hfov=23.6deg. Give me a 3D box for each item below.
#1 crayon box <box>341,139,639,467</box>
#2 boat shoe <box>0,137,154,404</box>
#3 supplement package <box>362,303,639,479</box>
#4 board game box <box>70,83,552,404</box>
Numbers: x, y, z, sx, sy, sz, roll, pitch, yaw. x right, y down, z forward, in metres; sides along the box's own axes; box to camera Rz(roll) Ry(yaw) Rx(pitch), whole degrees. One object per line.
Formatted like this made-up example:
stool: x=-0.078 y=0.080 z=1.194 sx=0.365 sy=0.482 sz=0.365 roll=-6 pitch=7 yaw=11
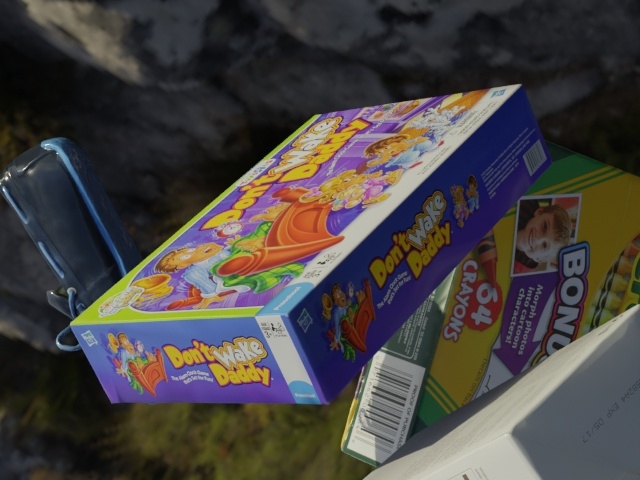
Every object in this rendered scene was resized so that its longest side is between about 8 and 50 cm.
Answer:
crayon box: x=0.212 y=0.082 z=1.618 sx=0.313 sy=0.363 sz=0.106 roll=16 pitch=180 yaw=-38
boat shoe: x=-0.209 y=0.035 z=1.403 sx=0.109 sy=0.089 sz=0.258 roll=-24 pitch=-91 yaw=-82
supplement package: x=0.150 y=0.215 z=1.090 sx=0.198 sy=0.199 sz=0.263 roll=55 pitch=134 yaw=2
board game box: x=0.000 y=0.000 z=1.229 sx=0.233 sy=0.347 sz=0.078 roll=-5 pitch=118 yaw=41
